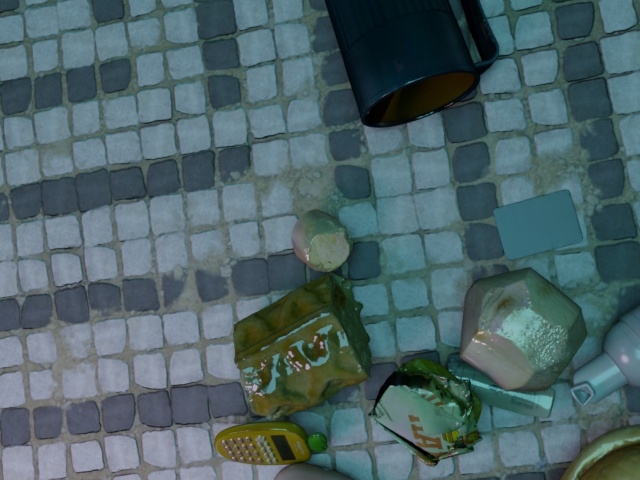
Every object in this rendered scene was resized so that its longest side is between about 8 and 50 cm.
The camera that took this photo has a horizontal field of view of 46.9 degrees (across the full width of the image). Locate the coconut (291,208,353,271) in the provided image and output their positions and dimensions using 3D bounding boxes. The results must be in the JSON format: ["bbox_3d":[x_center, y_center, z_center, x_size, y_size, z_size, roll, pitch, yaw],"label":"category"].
[{"bbox_3d":[0.000,0.000,1.507,0.116,0.122,0.116,-7,110,-20],"label":"coconut"}]

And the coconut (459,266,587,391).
[{"bbox_3d":[0.364,0.162,1.380,0.241,0.241,0.241,-1,85,10],"label":"coconut"}]

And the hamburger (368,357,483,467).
[{"bbox_3d":[0.219,0.315,1.409,0.214,0.125,0.235,27,124,8],"label":"hamburger"}]

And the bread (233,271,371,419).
[{"bbox_3d":[-0.034,0.214,1.460,0.252,0.238,0.196,-22,122,11],"label":"bread"}]

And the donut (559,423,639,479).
[{"bbox_3d":[0.597,0.552,1.298,0.448,0.198,0.449,-2,82,16],"label":"donut"}]

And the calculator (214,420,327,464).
[{"bbox_3d":[-0.099,0.409,1.485,0.234,0.146,0.032,-7,45,10],"label":"calculator"}]

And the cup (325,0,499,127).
[{"bbox_3d":[0.178,-0.415,1.445,0.308,0.242,0.292,-21,80,11],"label":"cup"}]

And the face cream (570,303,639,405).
[{"bbox_3d":[0.619,0.185,1.364,0.369,0.145,0.145,-33,81,6],"label":"face cream"}]

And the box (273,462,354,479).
[{"bbox_3d":[-0.006,0.528,1.475,0.200,0.088,0.146,14,87,12],"label":"box"}]

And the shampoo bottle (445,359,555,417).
[{"bbox_3d":[0.348,0.292,1.451,0.212,0.049,0.072,12,89,11],"label":"shampoo bottle"}]

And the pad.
[{"bbox_3d":[0.437,-0.031,1.486,0.157,0.003,0.112,-15,83,8],"label":"pad"}]
